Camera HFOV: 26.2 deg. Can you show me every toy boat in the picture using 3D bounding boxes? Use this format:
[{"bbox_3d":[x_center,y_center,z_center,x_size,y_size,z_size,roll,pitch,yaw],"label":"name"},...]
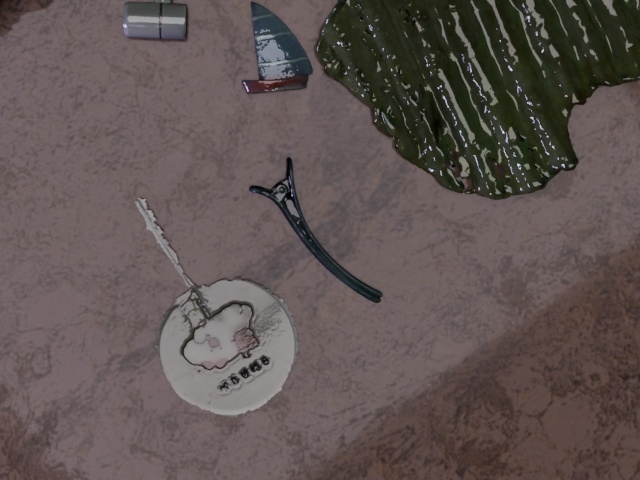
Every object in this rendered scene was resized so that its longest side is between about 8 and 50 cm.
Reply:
[{"bbox_3d":[-0.061,-0.257,1.810,0.096,0.034,0.122,-6,93,-9],"label":"toy boat"}]

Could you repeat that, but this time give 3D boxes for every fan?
[{"bbox_3d":[-0.159,0.083,1.841,0.191,0.009,0.329,-32,98,1],"label":"fan"}]

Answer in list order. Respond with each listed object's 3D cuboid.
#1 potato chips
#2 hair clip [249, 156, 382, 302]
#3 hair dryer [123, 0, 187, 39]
[{"bbox_3d":[0.215,-0.266,1.795,0.389,0.097,0.373,40,90,-7],"label":"potato chips"},{"bbox_3d":[0.000,0.000,1.836,0.070,0.039,0.229,-37,100,1],"label":"hair clip"},{"bbox_3d":[-0.213,-0.332,1.793,0.082,0.047,0.137,3,89,-3],"label":"hair dryer"}]
